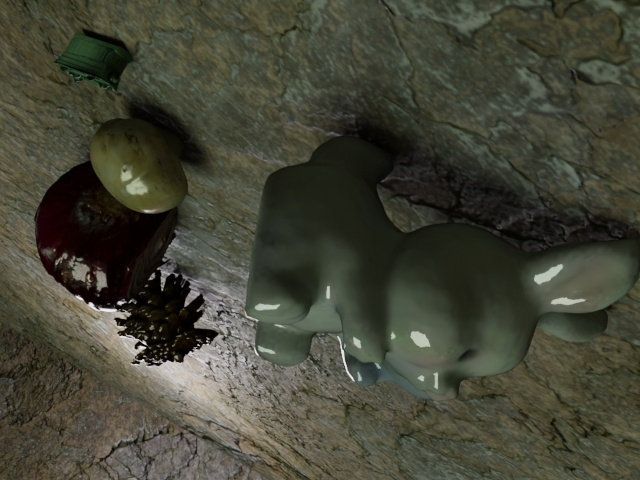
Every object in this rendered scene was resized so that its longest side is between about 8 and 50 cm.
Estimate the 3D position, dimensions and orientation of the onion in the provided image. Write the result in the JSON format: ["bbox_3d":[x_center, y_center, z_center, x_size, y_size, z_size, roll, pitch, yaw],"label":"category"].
[{"bbox_3d":[-0.355,-0.011,1.425,0.206,0.207,0.216,30,151,5],"label":"onion"}]

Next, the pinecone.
[{"bbox_3d":[-0.293,0.145,1.675,0.179,0.150,0.195,-29,106,16],"label":"pinecone"}]

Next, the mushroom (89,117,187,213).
[{"bbox_3d":[-0.239,-0.102,1.200,0.148,0.112,0.148,32,156,16],"label":"mushroom"}]

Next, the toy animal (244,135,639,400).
[{"bbox_3d":[0.110,0.031,0.891,0.367,0.241,0.196,15,161,10],"label":"toy animal"}]

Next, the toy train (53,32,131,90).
[{"bbox_3d":[-0.278,-0.219,1.103,0.093,0.056,0.038,22,170,29],"label":"toy train"}]
